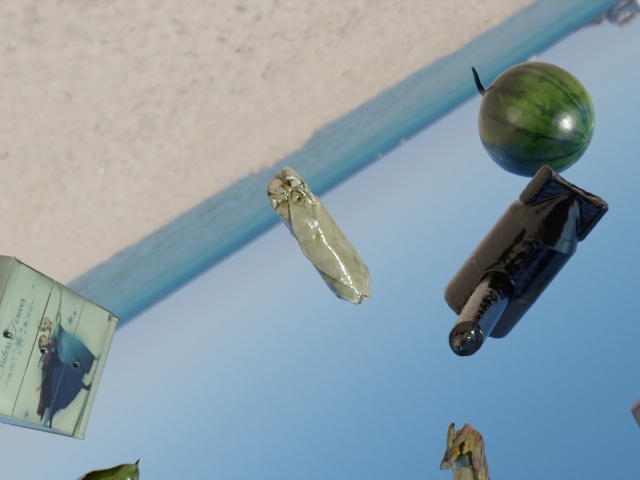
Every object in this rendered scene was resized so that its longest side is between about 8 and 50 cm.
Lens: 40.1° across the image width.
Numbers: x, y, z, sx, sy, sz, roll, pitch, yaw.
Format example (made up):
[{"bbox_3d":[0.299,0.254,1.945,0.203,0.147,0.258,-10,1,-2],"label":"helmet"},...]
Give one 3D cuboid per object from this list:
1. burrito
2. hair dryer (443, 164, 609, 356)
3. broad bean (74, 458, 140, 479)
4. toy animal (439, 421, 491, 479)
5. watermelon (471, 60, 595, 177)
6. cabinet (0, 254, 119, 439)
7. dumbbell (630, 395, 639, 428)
[{"bbox_3d":[0.001,0.000,1.008,0.058,0.188,0.045,-42,-164,-20],"label":"burrito"},{"bbox_3d":[0.250,0.043,1.144,0.244,0.116,0.302,-58,172,28],"label":"hair dryer"},{"bbox_3d":[-0.290,0.305,0.904,0.254,0.046,0.065,-37,-156,-9],"label":"broad bean"},{"bbox_3d":[0.186,0.303,1.120,0.057,0.241,0.099,-5,-145,19],"label":"toy animal"},{"bbox_3d":[0.342,-0.201,1.446,0.188,0.215,0.188,-34,139,-36],"label":"watermelon"},{"bbox_3d":[-0.336,0.113,0.928,0.150,0.145,0.206,5,160,22],"label":"cabinet"},{"bbox_3d":[0.583,0.343,1.394,0.082,0.230,0.092,-12,151,-17],"label":"dumbbell"}]
